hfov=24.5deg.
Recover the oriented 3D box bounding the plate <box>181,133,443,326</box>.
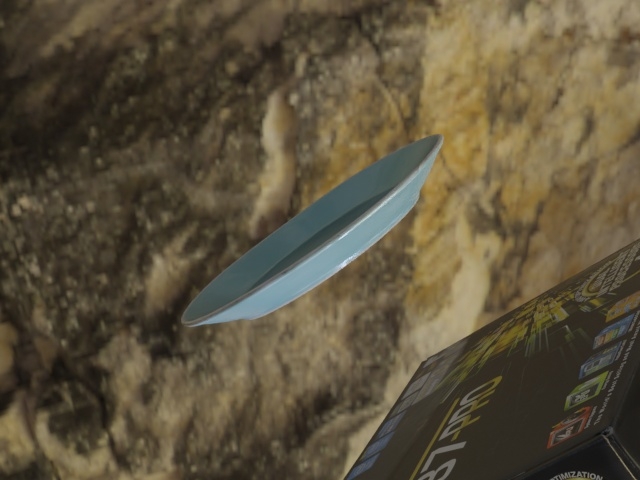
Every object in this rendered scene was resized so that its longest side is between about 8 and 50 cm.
[{"bbox_3d":[0.000,0.000,0.863,0.188,0.188,0.024,-39,-82,-27],"label":"plate"}]

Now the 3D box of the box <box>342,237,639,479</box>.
[{"bbox_3d":[0.160,0.145,1.115,0.097,0.318,0.395,51,-147,-5],"label":"box"}]
